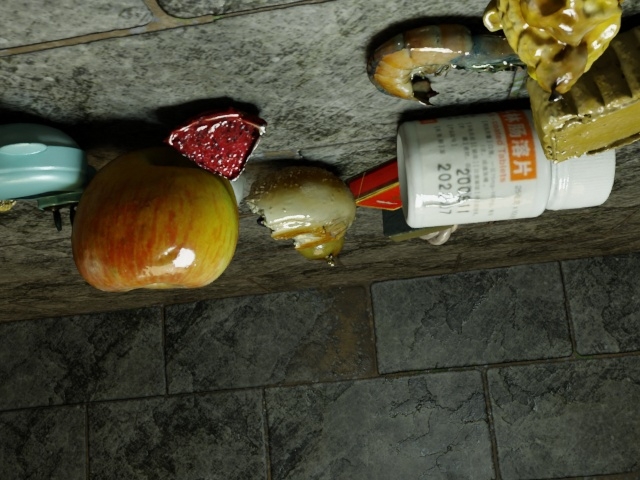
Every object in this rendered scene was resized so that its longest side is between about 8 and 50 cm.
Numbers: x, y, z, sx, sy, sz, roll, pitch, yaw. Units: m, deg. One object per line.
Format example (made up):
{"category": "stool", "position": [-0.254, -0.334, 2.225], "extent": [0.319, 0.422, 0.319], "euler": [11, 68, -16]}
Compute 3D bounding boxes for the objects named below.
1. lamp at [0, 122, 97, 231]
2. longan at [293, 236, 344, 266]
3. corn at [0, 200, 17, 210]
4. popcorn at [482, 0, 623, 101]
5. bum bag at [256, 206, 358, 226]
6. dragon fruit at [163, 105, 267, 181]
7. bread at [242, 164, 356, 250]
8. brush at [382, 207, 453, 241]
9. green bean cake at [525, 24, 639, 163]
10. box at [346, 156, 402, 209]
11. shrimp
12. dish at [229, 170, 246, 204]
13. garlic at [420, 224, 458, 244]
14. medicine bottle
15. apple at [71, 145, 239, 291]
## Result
{"category": "lamp", "position": [-0.499, -0.119, 1.160], "extent": [0.209, 0.147, 0.284], "euler": [-6, 159, 12]}
{"category": "longan", "position": [0.000, 0.000, 1.885], "extent": [0.154, 0.176, 0.145], "euler": [-15, 160, -34]}
{"category": "corn", "position": [-0.710, -0.100, 1.358], "extent": [0.072, 0.072, 0.203], "euler": [-11, 168, 25]}
{"category": "popcorn", "position": [0.284, -0.282, 0.790], "extent": [0.140, 0.163, 0.194], "euler": [-23, 136, -5]}
{"category": "bum bag", "position": [-0.015, -0.074, 1.734], "extent": [0.310, 0.074, 0.137], "euler": [-10, -179, 26]}
{"category": "dragon fruit", "position": [-0.182, -0.190, 1.167], "extent": [0.161, 0.120, 0.127], "euler": [24, -166, -22]}
{"category": "bread", "position": [-0.022, -0.082, 1.490], "extent": [0.192, 0.171, 0.314], "euler": [-14, 167, 21]}
{"category": "brush", "position": [0.252, -0.076, 1.745], "extent": [0.197, 0.123, 0.059], "euler": [-16, 161, 37]}
{"category": "green bean cake", "position": [0.448, -0.228, 1.055], "extent": [0.224, 0.131, 0.229], "euler": [-21, 164, 15]}
{"category": "box", "position": [0.196, -0.139, 1.567], "extent": [0.153, 0.074, 0.240], "euler": [0, 167, -38]}
{"category": "shrimp", "position": [0.212, -0.264, 1.022], "extent": [0.290, 0.054, 0.222], "euler": [-5, 168, -3]}
{"category": "dish", "position": [-0.300, -0.083, 1.486], "extent": [0.303, 0.120, 0.303], "euler": [-5, 167, -1]}
{"category": "garlic", "position": [0.336, -0.063, 1.825], "extent": [0.127, 0.131, 0.194], "euler": [-33, -170, -40]}
{"category": "medicine bottle", "position": [0.340, -0.143, 1.272], "extent": [0.371, 0.211, 0.211], "euler": [-6, 168, 3]}
{"category": "apple", "position": [-0.290, -0.044, 1.206], "extent": [0.301, 0.302, 0.301], "euler": [-5, 168, -1]}
